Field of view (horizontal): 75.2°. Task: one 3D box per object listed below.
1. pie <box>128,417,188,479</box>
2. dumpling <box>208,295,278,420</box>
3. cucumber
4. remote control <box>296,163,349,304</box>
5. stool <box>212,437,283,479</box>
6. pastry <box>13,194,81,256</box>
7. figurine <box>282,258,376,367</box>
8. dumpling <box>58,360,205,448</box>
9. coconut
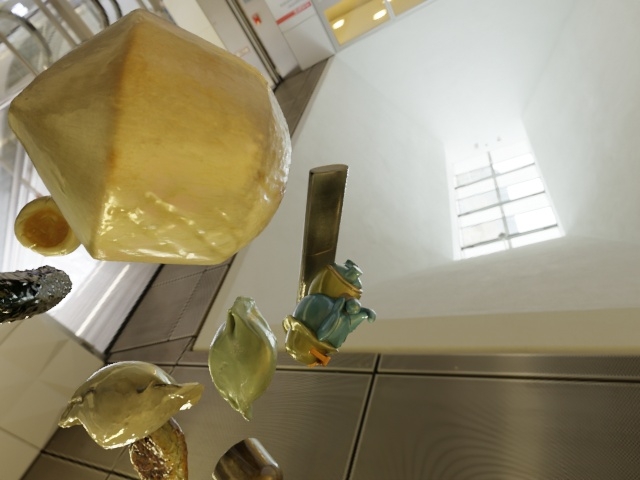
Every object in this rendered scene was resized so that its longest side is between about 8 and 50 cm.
[{"bbox_3d":[-0.570,0.719,1.444,0.308,0.309,0.085,-13,-176,31],"label":"pie"},{"bbox_3d":[-0.246,0.351,1.304,0.321,0.211,0.270,-62,-154,6],"label":"dumpling"},{"bbox_3d":[-0.425,0.077,0.594,0.072,0.081,0.303,-69,-162,-8],"label":"cucumber"},{"bbox_3d":[0.000,0.000,1.013,0.107,0.378,0.044,-13,-143,-29],"label":"remote control"},{"bbox_3d":[-0.177,0.742,1.221,0.179,0.179,0.264,-45,-135,-17],"label":"stool"},{"bbox_3d":[-0.662,-0.034,1.029,0.156,0.156,0.092,-36,-159,-3],"label":"pastry"},{"bbox_3d":[0.021,0.156,0.927,0.180,0.154,0.262,21,-110,51],"label":"figurine"},{"bbox_3d":[-0.385,0.357,0.888,0.243,0.227,0.175,14,-116,18],"label":"dumpling"},{"bbox_3d":[-0.261,-0.153,0.681,0.415,0.415,0.344,-51,-160,-26],"label":"coconut"}]
